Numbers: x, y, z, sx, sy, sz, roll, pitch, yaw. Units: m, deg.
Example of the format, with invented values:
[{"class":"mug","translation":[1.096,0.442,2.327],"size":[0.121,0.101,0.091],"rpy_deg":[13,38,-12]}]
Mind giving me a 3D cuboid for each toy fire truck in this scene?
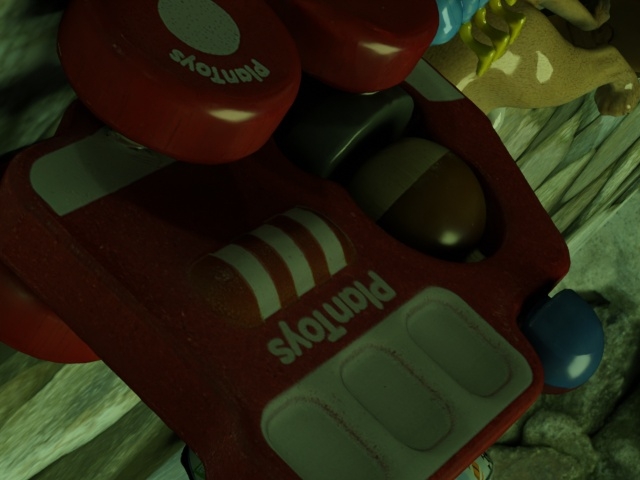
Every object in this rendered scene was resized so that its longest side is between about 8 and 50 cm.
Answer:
[{"class":"toy fire truck","translation":[0.000,0.000,0.754],"size":[0.302,0.254,0.169],"rpy_deg":[-29,161,-52]}]

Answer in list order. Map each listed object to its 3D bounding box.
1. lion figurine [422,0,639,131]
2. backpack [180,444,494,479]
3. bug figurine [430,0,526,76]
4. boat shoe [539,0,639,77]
[{"class":"lion figurine","translation":[0.060,-0.062,1.100],"size":[0.392,0.142,0.240],"rpy_deg":[-57,147,-10]},{"class":"backpack","translation":[0.015,0.224,1.560],"size":[0.213,0.263,0.276],"rpy_deg":[-54,170,17]},{"class":"bug figurine","translation":[0.122,-0.220,0.872],"size":[0.216,0.072,0.279],"rpy_deg":[-45,165,-30]},{"class":"boat shoe","translation":[0.214,-0.155,1.256],"size":[0.207,0.073,0.073],"rpy_deg":[-9,-173,9]}]
